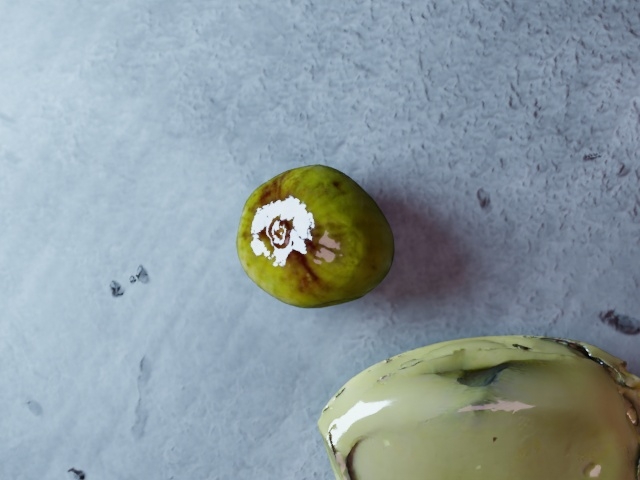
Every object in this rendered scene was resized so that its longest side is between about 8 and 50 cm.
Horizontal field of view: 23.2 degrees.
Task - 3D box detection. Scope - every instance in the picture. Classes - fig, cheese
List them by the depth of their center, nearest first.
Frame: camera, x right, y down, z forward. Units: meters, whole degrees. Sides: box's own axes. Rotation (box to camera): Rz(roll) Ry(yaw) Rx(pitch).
[{"bbox_3d":[-0.004,-0.001,1.490,0.153,0.121,0.136,29,95,-2],"label":"fig"},{"bbox_3d":[0.169,0.209,1.503,0.315,0.128,0.260,-24,99,5],"label":"cheese"}]
